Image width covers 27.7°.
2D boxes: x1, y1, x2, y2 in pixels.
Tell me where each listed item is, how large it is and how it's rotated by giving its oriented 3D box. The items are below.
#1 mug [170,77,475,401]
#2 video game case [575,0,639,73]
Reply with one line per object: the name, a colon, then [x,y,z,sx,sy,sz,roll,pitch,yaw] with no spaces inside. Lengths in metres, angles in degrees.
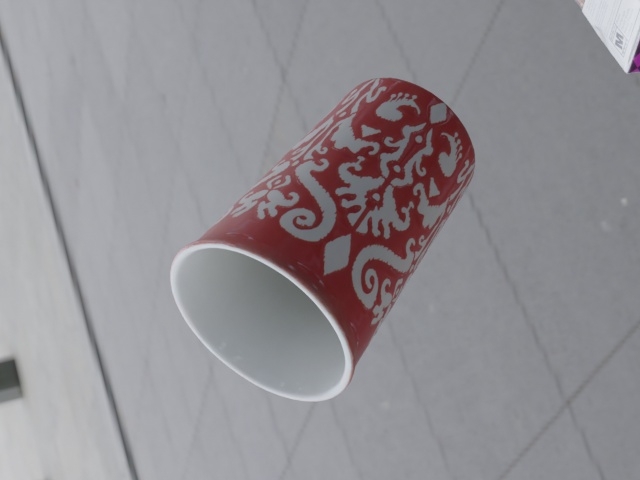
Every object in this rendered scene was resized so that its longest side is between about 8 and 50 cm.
mug: [-0.003,-0.008,0.746,0.150,0.169,0.113,-5,126,45]
video game case: [0.244,-0.287,1.031,0.232,0.042,0.210,98,157,-46]
